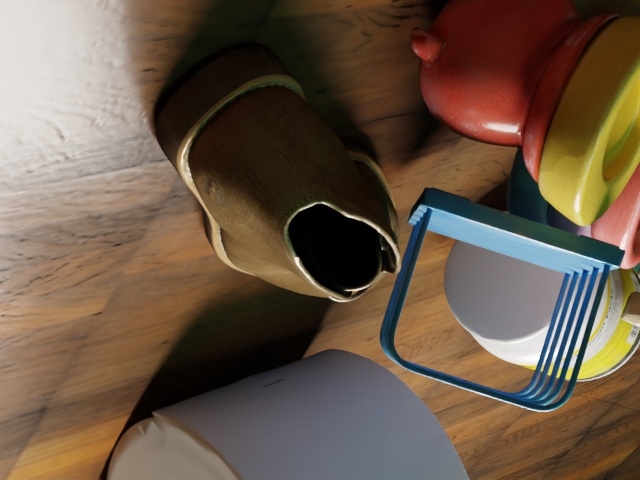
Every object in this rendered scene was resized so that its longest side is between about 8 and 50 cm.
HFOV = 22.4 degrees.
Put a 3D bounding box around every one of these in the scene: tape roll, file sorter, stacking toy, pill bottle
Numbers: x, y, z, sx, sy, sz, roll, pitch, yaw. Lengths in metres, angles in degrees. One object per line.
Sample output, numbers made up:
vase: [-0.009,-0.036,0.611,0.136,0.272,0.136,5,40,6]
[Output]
tape roll: [-0.021,0.219,1.176,0.169,0.246,0.246,-16,151,-36]
file sorter: [0.100,0.039,0.987,0.170,0.118,0.104,75,33,-87]
stacking toy: [0.181,-0.138,0.997,0.279,0.130,0.309,-62,160,-4]
pill bottle: [0.177,0.043,1.264,0.119,0.119,0.208,-40,157,12]

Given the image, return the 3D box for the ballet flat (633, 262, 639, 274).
ballet flat: [0.328,-0.002,1.461,0.247,0.083,0.087,1,114,-55]

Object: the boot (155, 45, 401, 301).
boot: [0.000,0.000,0.942,0.112,0.115,0.305,-39,159,2]

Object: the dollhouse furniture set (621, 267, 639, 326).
dollhouse furniture set: [0.330,-0.017,1.151,0.259,0.135,0.262,-51,166,-58]
